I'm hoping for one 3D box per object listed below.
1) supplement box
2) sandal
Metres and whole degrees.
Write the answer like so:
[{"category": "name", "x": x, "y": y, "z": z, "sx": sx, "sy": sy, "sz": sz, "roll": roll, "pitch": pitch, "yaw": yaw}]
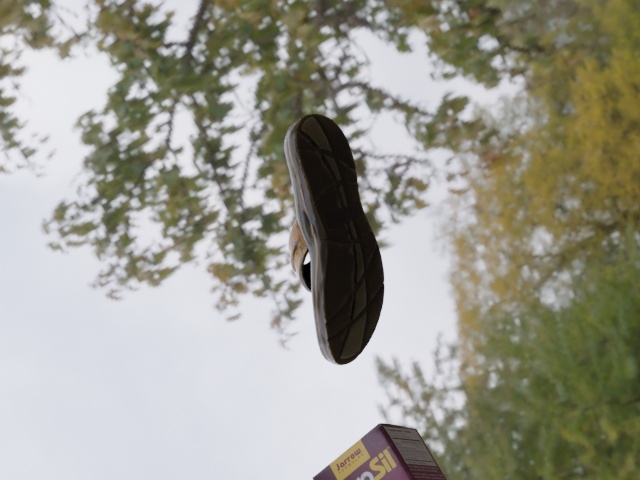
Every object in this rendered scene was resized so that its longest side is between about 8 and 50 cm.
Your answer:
[{"category": "supplement box", "x": 0.043, "y": 0.148, "z": 0.605, "sx": 0.043, "sy": 0.055, "sz": 0.083, "roll": 21, "pitch": -150, "yaw": -54}, {"category": "sandal", "x": 0.000, "y": 0.000, "z": 0.992, "sx": 0.090, "sy": 0.060, "sz": 0.219, "roll": -19, "pitch": -84, "yaw": -46}]
